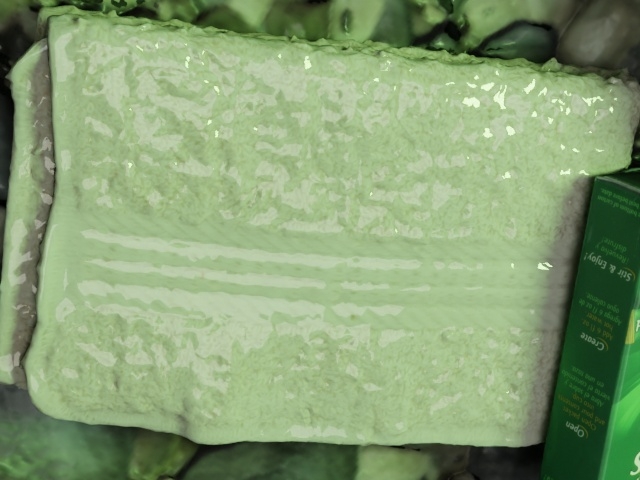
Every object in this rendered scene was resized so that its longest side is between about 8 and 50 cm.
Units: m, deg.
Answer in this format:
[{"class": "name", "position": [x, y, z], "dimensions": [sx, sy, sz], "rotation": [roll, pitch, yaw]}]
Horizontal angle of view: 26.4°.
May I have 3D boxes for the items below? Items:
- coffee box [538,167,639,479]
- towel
[{"class": "coffee box", "position": [0.164, 0.055, 0.646], "dimensions": [0.113, 0.040, 0.184], "rotation": [-8, 115, -37]}, {"class": "towel", "position": [0.000, 0.000, 0.608], "dimensions": [0.282, 0.049, 0.187], "rotation": [3, 111, -14]}]
